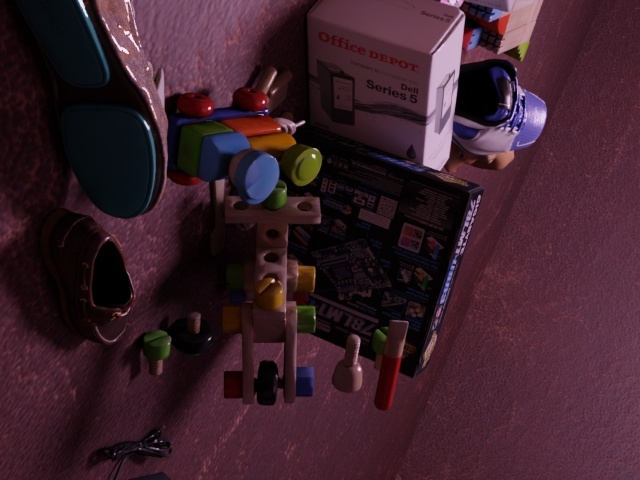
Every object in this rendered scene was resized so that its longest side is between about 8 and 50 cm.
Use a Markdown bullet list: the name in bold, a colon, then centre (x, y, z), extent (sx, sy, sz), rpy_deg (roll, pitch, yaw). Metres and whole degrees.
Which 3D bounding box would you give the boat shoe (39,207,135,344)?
- **boat shoe**: centre (-0.232, 0.052, 0.969), extent (0.073, 0.073, 0.207), rpy_deg (-59, 160, -29)

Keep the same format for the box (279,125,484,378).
- **box**: centre (0.057, 0.013, 1.365), extent (0.073, 0.295, 0.293), rpy_deg (-23, 131, -61)

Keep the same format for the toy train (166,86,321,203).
- **toy train**: centre (-0.053, -0.111, 1.096), extent (0.248, 0.143, 0.105), rpy_deg (-16, 127, -46)

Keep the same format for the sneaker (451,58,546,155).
- **sneaker**: centre (0.269, -0.210, 1.484), extent (0.315, 0.182, 0.127), rpy_deg (9, 90, -34)

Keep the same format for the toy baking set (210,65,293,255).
- **toy baking set**: centre (-0.089, -0.107, 1.247), extent (0.256, 0.030, 0.197), rpy_deg (-62, 160, -19)

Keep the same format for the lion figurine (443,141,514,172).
- **lion figurine**: centre (0.298, -0.204, 1.811), extent (0.392, 0.240, 0.142), rpy_deg (2, 110, -57)

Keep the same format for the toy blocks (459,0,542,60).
- **toy blocks**: centre (0.365, -0.523, 1.857), extent (0.261, 0.191, 0.381), rpy_deg (-30, 145, -44)

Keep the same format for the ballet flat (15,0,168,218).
- **ballet flat**: centre (-0.188, -0.154, 0.836), extent (0.316, 0.108, 0.106), rpy_deg (88, 16, -50)

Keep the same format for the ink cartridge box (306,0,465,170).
- **ink cartridge box**: centre (0.091, -0.222, 1.356), extent (0.115, 0.198, 0.273), rpy_deg (-53, 155, -35)

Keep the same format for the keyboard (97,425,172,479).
- **keyboard**: centre (-0.276, 0.347, 1.220), extent (0.201, 0.033, 0.317), rpy_deg (-69, 162, 0)

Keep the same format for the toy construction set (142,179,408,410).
- **toy construction set**: centre (-0.029, 0.064, 1.181), extent (0.257, 0.309, 0.237), rpy_deg (-50, 155, -53)

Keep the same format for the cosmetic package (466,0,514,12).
- **cosmetic package**: centre (0.181, -0.458, 1.313), extent (0.138, 0.224, 0.225), rpy_deg (-67, 160, -7)

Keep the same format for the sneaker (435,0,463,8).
- **sneaker**: centre (0.175, -0.401, 1.571), extent (0.319, 0.112, 0.131), rpy_deg (-47, 166, -36)
